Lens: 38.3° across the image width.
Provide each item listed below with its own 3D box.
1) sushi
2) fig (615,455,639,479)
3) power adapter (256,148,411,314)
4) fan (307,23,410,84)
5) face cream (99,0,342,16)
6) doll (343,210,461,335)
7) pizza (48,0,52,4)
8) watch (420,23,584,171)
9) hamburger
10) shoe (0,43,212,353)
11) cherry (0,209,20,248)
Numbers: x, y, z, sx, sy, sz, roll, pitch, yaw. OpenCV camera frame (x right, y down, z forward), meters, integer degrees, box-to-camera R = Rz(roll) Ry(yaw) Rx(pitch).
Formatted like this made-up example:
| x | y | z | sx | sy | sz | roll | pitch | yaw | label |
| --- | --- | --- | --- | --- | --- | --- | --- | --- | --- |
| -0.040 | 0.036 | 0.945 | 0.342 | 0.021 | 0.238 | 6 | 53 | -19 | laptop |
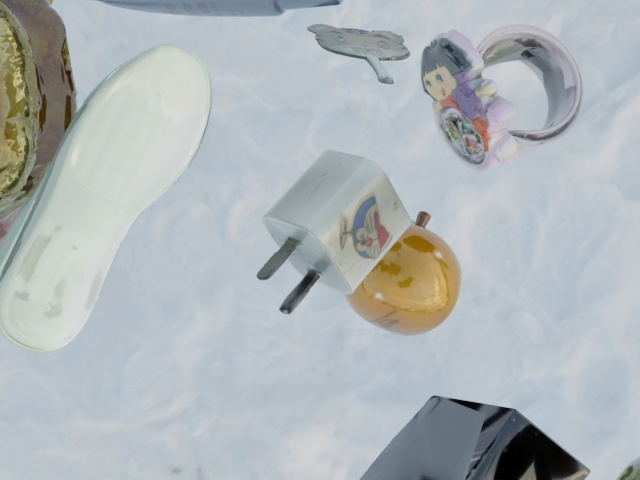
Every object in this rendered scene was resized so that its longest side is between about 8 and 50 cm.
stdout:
| x | y | z | sx | sy | sz | roll | pitch | yaw | label |
| --- | --- | --- | --- | --- | --- | --- | --- | --- | --- |
| 0.135 | 0.297 | 0.877 | 0.212 | 0.215 | 0.227 | 40 | 73 | -14 | sushi |
| 0.121 | 0.096 | 0.283 | 0.074 | 0.088 | 0.074 | -7 | 74 | 24 | fig |
| 0.000 | 0.000 | 1.199 | 0.125 | 0.130 | 0.205 | 19 | 61 | 47 | power adapter |
| 0.068 | -0.273 | 1.337 | 0.152 | 0.227 | 0.008 | 3 | 121 | -13 | fan |
| -0.155 | -0.368 | 1.353 | 0.385 | 0.135 | 0.086 | 1 | 103 | 18 | face cream |
| 0.145 | 0.038 | 1.590 | 0.213 | 0.213 | 0.236 | 12 | 65 | 8 | doll |
| -0.456 | -0.287 | 1.099 | 0.287 | 0.075 | 0.280 | 21 | 67 | 29 | pizza |
| 0.303 | -0.256 | 1.495 | 0.231 | 0.196 | 0.244 | -32 | 90 | -15 | watch |
| -0.350 | -0.151 | 0.912 | 0.211 | 0.132 | 0.309 | -6 | 114 | -15 | hamburger |
| -0.186 | -0.040 | 0.737 | 0.095 | 0.110 | 0.265 | 36 | 75 | -26 | shoe |
| -0.506 | -0.045 | 1.415 | 0.261 | 0.221 | 0.308 | 18 | 81 | 15 | cherry |
